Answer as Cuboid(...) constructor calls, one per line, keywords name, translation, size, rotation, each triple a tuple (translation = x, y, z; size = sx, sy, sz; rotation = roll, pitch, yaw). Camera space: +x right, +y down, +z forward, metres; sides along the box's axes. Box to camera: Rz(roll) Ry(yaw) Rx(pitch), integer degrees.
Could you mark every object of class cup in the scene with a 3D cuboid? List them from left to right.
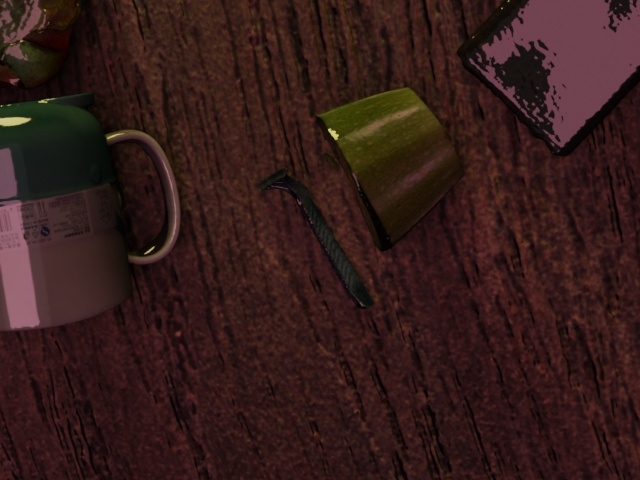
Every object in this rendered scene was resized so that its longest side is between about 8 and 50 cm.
Cuboid(name="cup", translation=(-0.303, -0.032, 1.808), size=(0.289, 0.219, 0.258), rotation=(-10, 98, -18))

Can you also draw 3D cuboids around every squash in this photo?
Cuboid(name="squash", translation=(0.073, -0.088, 1.747), size=(0.123, 0.170, 0.170), rotation=(-33, 92, -3))

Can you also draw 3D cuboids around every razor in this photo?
Cuboid(name="razor", translation=(0.004, -0.003, 1.832), size=(0.190, 0.033, 0.066), rotation=(55, 149, -4))

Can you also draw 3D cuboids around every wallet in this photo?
Cuboid(name="wallet", translation=(0.311, -0.258, 1.725), size=(0.170, 0.044, 0.321), rotation=(44, 107, 3))

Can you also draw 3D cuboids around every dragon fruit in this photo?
Cuboid(name="dragon fruit", translation=(-0.390, -0.304, 1.807), size=(0.268, 0.130, 0.295), rotation=(-21, 94, 13))
